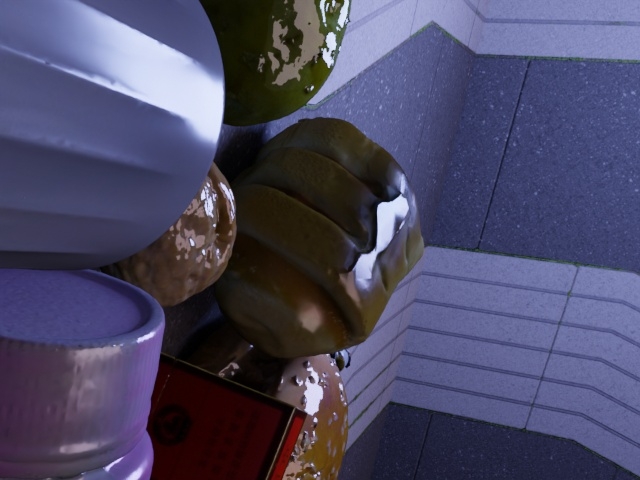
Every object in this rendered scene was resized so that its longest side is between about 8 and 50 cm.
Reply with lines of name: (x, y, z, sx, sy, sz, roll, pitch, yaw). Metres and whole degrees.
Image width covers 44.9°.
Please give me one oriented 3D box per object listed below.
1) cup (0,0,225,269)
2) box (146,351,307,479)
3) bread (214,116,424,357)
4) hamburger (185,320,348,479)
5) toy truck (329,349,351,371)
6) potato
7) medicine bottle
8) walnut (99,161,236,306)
cup: (-0.244, -0.071, 0.444, 0.323, 0.237, 0.327, -44, 167, 12)
box: (-0.154, 0.233, 0.938, 0.153, 0.239, 0.074, -69, 160, -9)
bread: (0.000, 0.000, 1.082, 0.300, 0.210, 0.341, 58, 45, -13)
hamburger: (-0.131, 0.340, 1.103, 0.287, 0.268, 0.446, 14, 95, -69)
toy truck: (-0.051, 0.233, 1.358, 0.146, 0.175, 0.367, -40, 144, -56)
potato: (-0.060, -0.249, 0.867, 0.186, 0.148, 0.253, 33, 98, -38)
medicine bottle: (-0.260, 0.226, 0.648, 0.219, 0.219, 0.388, -21, 128, -68)
walnut: (-0.164, -0.025, 0.810, 0.155, 0.155, 0.184, -45, 146, -55)
